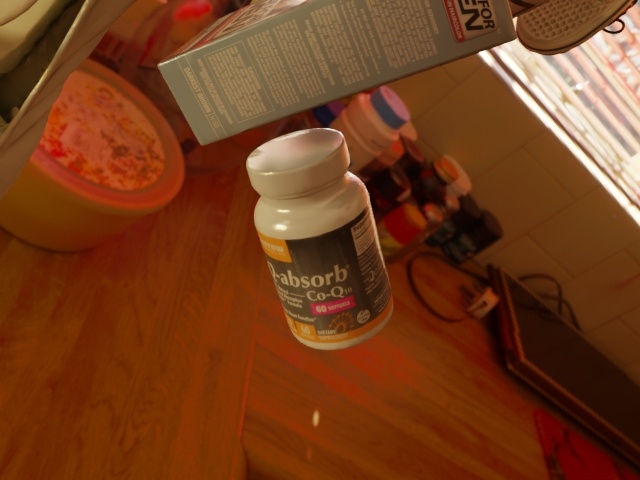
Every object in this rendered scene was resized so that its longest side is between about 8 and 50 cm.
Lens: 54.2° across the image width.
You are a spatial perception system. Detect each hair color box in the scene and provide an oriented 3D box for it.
[{"bbox_3d":[0.022,-0.245,0.724,0.185,0.374,0.113,-70,141,-54],"label":"hair color box"}]

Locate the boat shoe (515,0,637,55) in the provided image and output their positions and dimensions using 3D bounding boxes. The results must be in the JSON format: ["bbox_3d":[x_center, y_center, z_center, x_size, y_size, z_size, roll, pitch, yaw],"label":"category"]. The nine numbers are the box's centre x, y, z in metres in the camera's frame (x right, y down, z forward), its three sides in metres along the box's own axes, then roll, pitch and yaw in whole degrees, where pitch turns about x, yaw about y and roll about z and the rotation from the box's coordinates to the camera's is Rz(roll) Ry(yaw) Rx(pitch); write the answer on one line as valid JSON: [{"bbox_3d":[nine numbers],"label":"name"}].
[{"bbox_3d":[0.546,-0.496,1.250,0.187,0.156,0.500,24,57,28],"label":"boat shoe"}]

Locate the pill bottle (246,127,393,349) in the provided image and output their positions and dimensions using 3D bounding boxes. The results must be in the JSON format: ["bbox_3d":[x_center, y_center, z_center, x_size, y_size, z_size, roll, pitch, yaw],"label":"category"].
[{"bbox_3d":[0.000,0.000,0.863,0.162,0.162,0.278,-72,150,-56],"label":"pill bottle"}]

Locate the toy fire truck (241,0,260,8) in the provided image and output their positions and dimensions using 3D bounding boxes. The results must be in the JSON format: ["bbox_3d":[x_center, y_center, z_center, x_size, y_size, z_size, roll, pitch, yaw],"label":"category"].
[{"bbox_3d":[0.000,-0.407,1.149,0.246,0.158,0.217,37,49,-17],"label":"toy fire truck"}]

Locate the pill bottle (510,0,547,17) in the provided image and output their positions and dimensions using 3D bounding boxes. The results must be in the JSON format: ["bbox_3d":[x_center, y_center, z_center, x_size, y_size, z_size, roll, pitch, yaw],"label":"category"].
[{"bbox_3d":[0.251,-0.433,0.948,0.210,0.363,0.210,5,80,-34],"label":"pill bottle"}]

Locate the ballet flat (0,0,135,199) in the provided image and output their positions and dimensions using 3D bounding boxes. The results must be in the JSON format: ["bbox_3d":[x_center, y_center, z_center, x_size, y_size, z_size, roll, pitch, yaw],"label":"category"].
[{"bbox_3d":[-0.255,-0.133,0.458,0.139,0.400,0.139,42,21,-20],"label":"ballet flat"}]
